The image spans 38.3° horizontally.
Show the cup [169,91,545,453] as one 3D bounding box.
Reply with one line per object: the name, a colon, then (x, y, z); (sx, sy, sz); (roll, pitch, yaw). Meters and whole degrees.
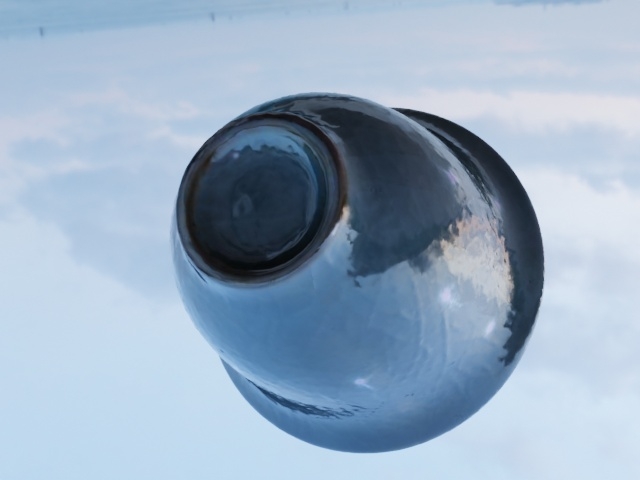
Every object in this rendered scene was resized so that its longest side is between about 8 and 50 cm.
cup: (0.000, 0.000, 0.454); (0.199, 0.199, 0.150); (1, 165, 22)
